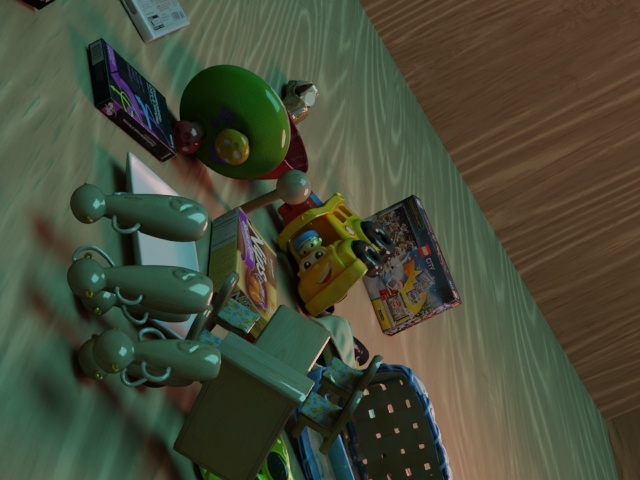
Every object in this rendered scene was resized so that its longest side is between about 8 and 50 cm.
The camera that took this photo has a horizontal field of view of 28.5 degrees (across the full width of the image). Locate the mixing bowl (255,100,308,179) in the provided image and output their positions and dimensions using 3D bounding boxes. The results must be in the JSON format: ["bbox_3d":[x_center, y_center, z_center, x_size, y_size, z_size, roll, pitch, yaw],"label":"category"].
[{"bbox_3d":[-0.107,-0.170,2.084,0.181,0.098,0.181,55,19,-29],"label":"mixing bowl"}]

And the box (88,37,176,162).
[{"bbox_3d":[-0.263,-0.195,1.769,0.162,0.029,0.116,45,25,-52],"label":"box"}]

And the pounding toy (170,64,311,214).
[{"bbox_3d":[-0.137,-0.133,1.861,0.110,0.183,0.236,-45,113,-50],"label":"pounding toy"}]

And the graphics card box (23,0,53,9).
[{"bbox_3d":[-0.268,-0.484,1.590,0.094,0.371,0.232,26,39,-64],"label":"graphics card box"}]

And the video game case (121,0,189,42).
[{"bbox_3d":[-0.290,-0.415,2.033,0.183,0.023,0.201,61,18,-9],"label":"video game case"}]

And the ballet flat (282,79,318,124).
[{"bbox_3d":[-0.036,-0.282,2.525,0.073,0.067,0.206,57,17,-20],"label":"ballet flat"}]

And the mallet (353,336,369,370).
[{"bbox_3d":[0.059,0.240,2.090,0.062,0.039,0.189,51,24,-40],"label":"mallet"}]

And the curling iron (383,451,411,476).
[{"bbox_3d":[0.177,0.454,2.113,0.274,0.035,0.068,62,17,-4],"label":"curling iron"}]

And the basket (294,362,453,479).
[{"bbox_3d":[0.069,0.295,1.725,0.289,0.201,0.254,19,53,-74],"label":"basket"}]

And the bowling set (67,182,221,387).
[{"bbox_3d":[-0.210,0.094,1.365,0.154,0.199,0.287,9,37,-17],"label":"bowling set"}]

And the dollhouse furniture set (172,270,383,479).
[{"bbox_3d":[-0.052,0.142,1.447,0.212,0.161,0.242,30,36,4],"label":"dollhouse furniture set"}]

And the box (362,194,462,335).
[{"bbox_3d":[0.160,0.049,2.458,0.044,0.159,0.233,28,39,-64],"label":"box"}]

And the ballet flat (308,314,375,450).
[{"bbox_3d":[0.020,0.219,1.946,0.086,0.086,0.248,45,23,-47],"label":"ballet flat"}]

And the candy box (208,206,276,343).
[{"bbox_3d":[-0.111,0.049,1.821,0.109,0.053,0.186,54,20,-30],"label":"candy box"}]

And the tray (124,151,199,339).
[{"bbox_3d":[-0.204,0.023,1.617,0.145,0.030,0.270,44,26,-48],"label":"tray"}]

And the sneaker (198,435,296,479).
[{"bbox_3d":[-0.060,0.326,1.514,0.295,0.109,0.123,55,-20,4],"label":"sneaker"}]

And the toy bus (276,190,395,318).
[{"bbox_3d":[0.000,0.000,2.106,0.211,0.149,0.220,49,20,-3],"label":"toy bus"}]
